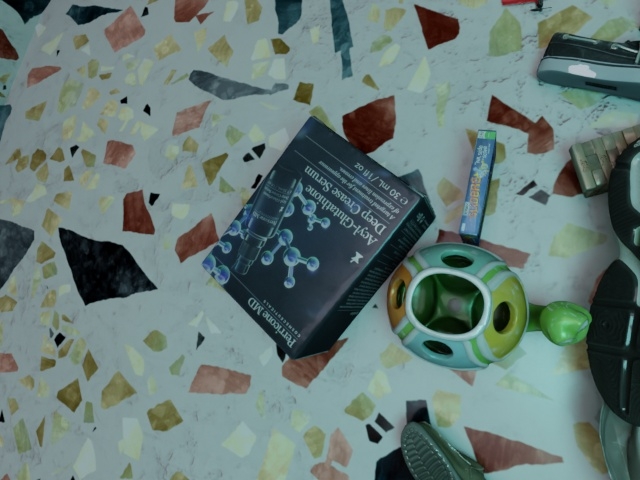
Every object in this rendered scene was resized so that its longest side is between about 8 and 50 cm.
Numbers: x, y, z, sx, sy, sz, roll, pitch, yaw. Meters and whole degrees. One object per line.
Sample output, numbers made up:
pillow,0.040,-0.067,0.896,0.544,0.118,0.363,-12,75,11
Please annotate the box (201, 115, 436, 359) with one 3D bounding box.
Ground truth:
box,0.000,0.000,0.924,0.293,0.212,0.396,40,97,21

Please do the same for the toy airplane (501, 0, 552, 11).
toy airplane,0.473,-0.565,0.933,0.151,0.028,0.152,-3,80,19

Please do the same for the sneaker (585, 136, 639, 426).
sneaker,0.588,0.070,0.658,0.257,0.169,0.449,13,83,-8

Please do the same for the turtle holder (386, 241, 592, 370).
turtle holder,0.270,0.137,0.786,0.320,0.227,0.244,38,95,23

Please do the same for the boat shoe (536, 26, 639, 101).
boat shoe,0.581,-0.330,0.807,0.306,0.113,0.105,25,101,34

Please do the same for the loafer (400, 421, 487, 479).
loafer,0.255,0.449,0.821,0.251,0.087,0.094,50,125,16

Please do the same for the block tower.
block tower,0.634,-0.172,0.771,0.334,0.097,0.091,-16,76,16

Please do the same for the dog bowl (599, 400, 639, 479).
dog bowl,0.594,0.333,0.614,0.348,0.102,0.349,-13,42,12

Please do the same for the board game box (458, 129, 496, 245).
board game box,0.315,-0.099,0.858,0.035,0.136,0.202,10,84,23
